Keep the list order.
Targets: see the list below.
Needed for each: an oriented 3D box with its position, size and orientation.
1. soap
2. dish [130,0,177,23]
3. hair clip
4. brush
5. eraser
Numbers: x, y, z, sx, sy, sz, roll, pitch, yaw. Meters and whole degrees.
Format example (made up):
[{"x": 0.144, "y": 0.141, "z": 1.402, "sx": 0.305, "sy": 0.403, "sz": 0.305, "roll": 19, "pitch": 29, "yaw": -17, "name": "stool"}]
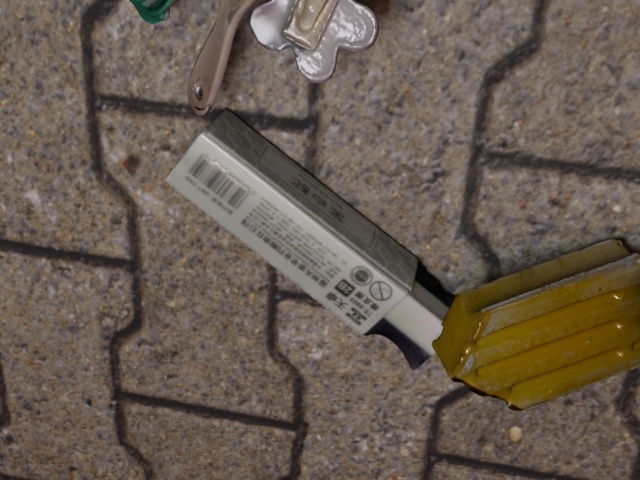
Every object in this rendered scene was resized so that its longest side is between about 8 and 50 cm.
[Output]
[{"x": 0.268, "y": 0.112, "z": 1.125, "sx": 0.257, "sy": 0.080, "sz": 0.160, "roll": -18, "pitch": 117, "yaw": -3, "name": "soap"}, {"x": -0.166, "y": -0.344, "z": 0.981, "sx": 0.246, "sy": 0.078, "sz": 0.224, "roll": 27, "pitch": 134, "yaw": 49, "name": "dish"}, {"x": 0.018, "y": -0.282, "z": 0.935, "sx": 0.146, "sy": 0.075, "sz": 0.257, "roll": 27, "pitch": 129, "yaw": -1, "name": "hair clip"}, {"x": -0.103, "y": -0.259, "z": 0.969, "sx": 0.067, "sy": 0.072, "sz": 0.313, "roll": -6, "pitch": 141, "yaw": -34, "name": "brush"}, {"x": 0.000, "y": 0.000, "z": 1.174, "sx": 0.404, "sy": 0.096, "sz": 0.098, "roll": 38, "pitch": 121, "yaw": -10, "name": "eraser"}]
